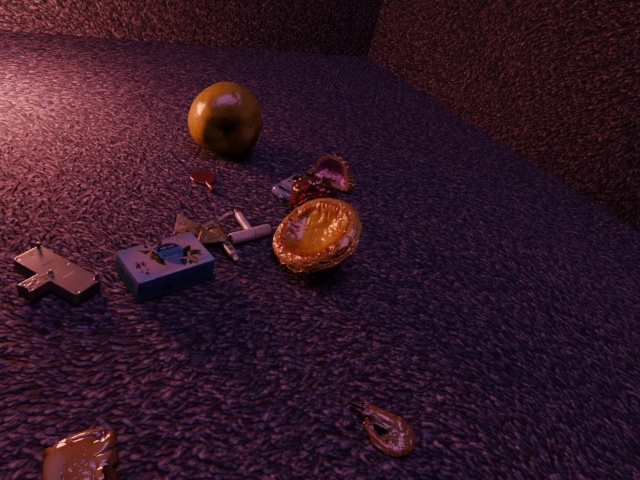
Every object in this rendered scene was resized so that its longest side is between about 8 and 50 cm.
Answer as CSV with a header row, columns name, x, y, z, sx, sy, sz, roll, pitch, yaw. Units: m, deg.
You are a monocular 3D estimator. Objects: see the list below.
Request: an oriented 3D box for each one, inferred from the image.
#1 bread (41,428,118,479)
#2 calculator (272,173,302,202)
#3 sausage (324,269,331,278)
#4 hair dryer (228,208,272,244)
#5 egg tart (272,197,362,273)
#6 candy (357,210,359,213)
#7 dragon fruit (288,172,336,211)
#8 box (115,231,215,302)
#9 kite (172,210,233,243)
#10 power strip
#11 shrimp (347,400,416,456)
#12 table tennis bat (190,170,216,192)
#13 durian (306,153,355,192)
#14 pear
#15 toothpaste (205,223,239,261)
name,x,y,z,sx,sy,sz,roll,pitch,yaw
bread,-0.426,0.447,0.859,0.134,0.081,0.225,-2,41,-17
calculator,-0.100,-0.205,1.925,0.121,0.039,0.210,29,37,20
sausage,0.008,0.058,1.617,0.025,0.028,0.198,49,13,-40
hair dryer,-0.278,-0.056,1.654,0.155,0.044,0.183,-17,42,-40
egg tart,0.000,0.000,1.568,0.319,0.128,0.318,-14,43,13
candy,0.105,-0.088,1.842,0.053,0.046,0.182,26,34,9
dragon fruit,-0.032,-0.159,1.777,0.183,0.182,0.188,9,79,-11
box,-0.435,0.071,1.370,0.232,0.083,0.143,-18,48,-41
kite,-0.387,-0.046,1.585,0.229,0.012,0.250,29,43,28
power strip,-0.697,0.096,1.243,0.216,0.061,0.145,24,35,12
shrimp,0.140,0.441,1.147,0.180,0.041,0.099,30,52,17
table tennis bat,-0.434,-0.227,1.835,0.098,0.019,0.154,-9,40,-33
durian,0.057,-0.284,2.061,0.183,0.165,0.132,14,70,36
pear,-0.391,-0.512,2.008,0.304,0.303,0.303,11,35,-8
toothpaste,-0.310,0.006,1.555,0.049,0.031,0.204,-15,43,-30
